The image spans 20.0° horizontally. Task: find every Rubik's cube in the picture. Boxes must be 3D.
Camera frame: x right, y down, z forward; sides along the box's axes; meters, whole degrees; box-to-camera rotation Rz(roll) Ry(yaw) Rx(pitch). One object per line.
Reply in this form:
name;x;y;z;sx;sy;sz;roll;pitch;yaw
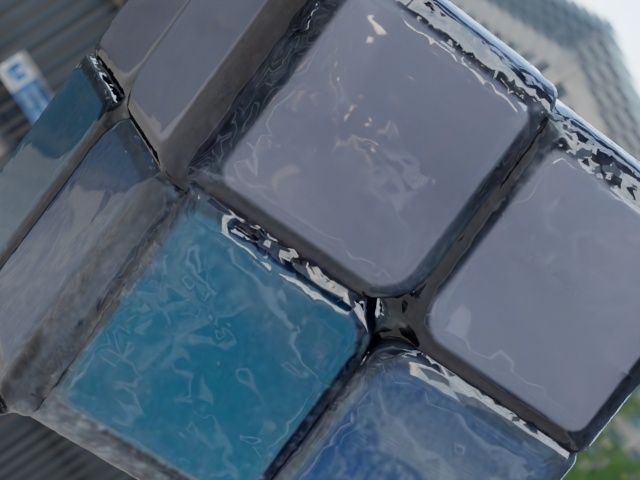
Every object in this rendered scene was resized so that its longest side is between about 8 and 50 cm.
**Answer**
Rubik's cube;0.000;0.000;1.109;0.313;0.318;0.316;35;8;-22
